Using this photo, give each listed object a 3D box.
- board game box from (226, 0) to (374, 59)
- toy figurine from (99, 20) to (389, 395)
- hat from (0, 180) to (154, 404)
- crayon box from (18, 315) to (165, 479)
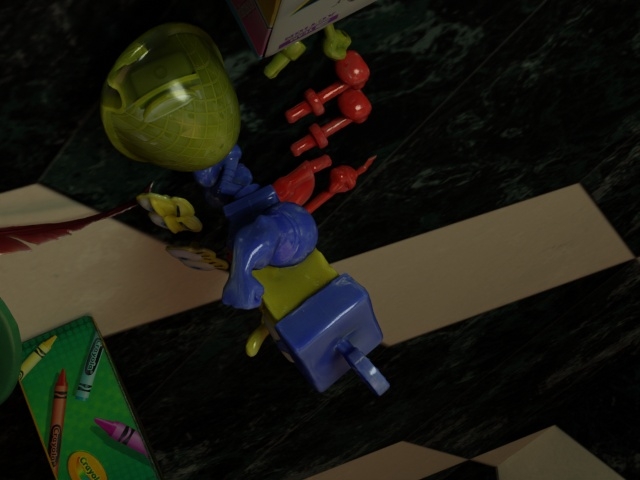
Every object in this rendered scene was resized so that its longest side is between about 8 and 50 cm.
[{"bbox_3d":[0.066,-0.190,0.633,0.242,0.064,0.316,-28,-179,-6],"label":"board game box"},{"bbox_3d":[0.000,0.000,0.923,0.191,0.217,0.362,-31,158,-6],"label":"toy figurine"},{"bbox_3d":[-0.265,0.013,0.938,0.208,0.184,0.173,31,124,-16],"label":"hat"},{"bbox_3d":[-0.197,0.201,1.229,0.081,0.165,0.278,-23,158,-9],"label":"crayon box"}]
